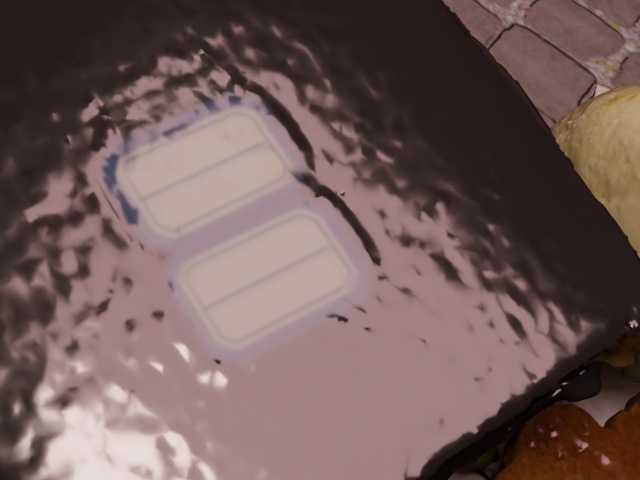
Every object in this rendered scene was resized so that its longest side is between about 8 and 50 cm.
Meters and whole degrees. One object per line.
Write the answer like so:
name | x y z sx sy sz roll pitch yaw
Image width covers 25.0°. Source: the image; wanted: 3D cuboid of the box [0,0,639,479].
box | -0.058 -0.010 0.695 0.359 0.091 0.350 -29 73 -26

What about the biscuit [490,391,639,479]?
biscuit | 0.165 0.187 0.746 0.208 0.041 0.290 29 40 -4

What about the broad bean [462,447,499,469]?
broad bean | 0.083 0.036 0.838 0.070 0.048 0.214 29 46 -21

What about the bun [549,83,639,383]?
bun | 0.188 0.017 0.810 0.127 0.222 0.222 -37 73 -25
